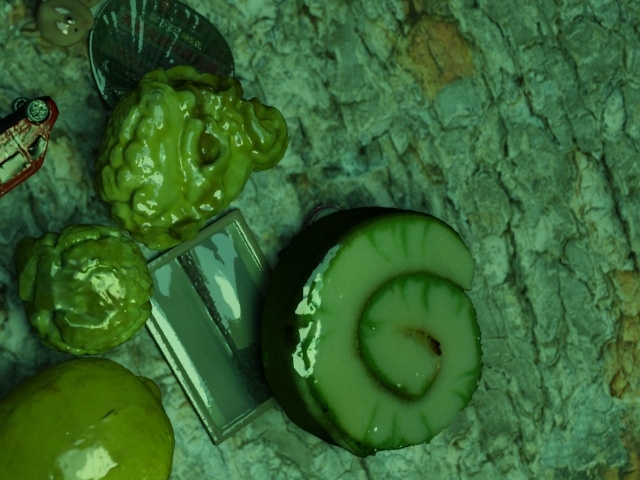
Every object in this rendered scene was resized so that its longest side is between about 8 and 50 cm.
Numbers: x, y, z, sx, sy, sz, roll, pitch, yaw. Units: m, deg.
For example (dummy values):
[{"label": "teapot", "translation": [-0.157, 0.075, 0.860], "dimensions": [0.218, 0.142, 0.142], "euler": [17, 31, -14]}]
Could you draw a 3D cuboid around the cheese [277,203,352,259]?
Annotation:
[{"label": "cheese", "translation": [0.000, 0.000, 2.118], "dimensions": [0.145, 0.038, 0.095], "euler": [-34, 103, -21]}]

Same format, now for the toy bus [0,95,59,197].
[{"label": "toy bus", "translation": [-0.436, -0.121, 1.913], "dimensions": [0.195, 0.081, 0.089], "euler": [-39, 114, -18]}]

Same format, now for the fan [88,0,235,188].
[{"label": "fan", "translation": [-0.229, -0.219, 2.038], "dimensions": [0.223, 0.012, 0.294], "euler": [-2, 91, -25]}]

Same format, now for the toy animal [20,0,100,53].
[{"label": "toy animal", "translation": [-0.348, -0.332, 1.956], "dimensions": [0.083, 0.089, 0.150], "euler": [31, 81, 2]}]

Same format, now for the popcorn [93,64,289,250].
[{"label": "popcorn", "translation": [-0.196, -0.136, 1.949], "dimensions": [0.286, 0.174, 0.225], "euler": [-41, 120, -17]}]

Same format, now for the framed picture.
[{"label": "framed picture", "translation": [-0.141, 0.128, 2.069], "dimensions": [0.213, 0.016, 0.289], "euler": [-32, 102, -20]}]

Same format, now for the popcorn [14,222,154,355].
[{"label": "popcorn", "translation": [-0.333, 0.057, 1.909], "dimensions": [0.198, 0.213, 0.197], "euler": [-21, 117, -47]}]

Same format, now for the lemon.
[{"label": "lemon", "translation": [-0.330, 0.291, 1.865], "dimensions": [0.284, 0.260, 0.260], "euler": [-19, 97, -18]}]

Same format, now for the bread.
[{"label": "bread", "translation": [0.089, 0.127, 2.090], "dimensions": [0.366, 0.129, 0.382], "euler": [43, 74, -27]}]
